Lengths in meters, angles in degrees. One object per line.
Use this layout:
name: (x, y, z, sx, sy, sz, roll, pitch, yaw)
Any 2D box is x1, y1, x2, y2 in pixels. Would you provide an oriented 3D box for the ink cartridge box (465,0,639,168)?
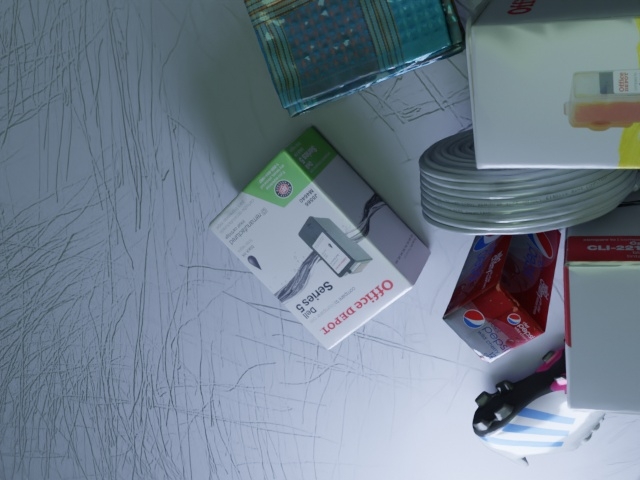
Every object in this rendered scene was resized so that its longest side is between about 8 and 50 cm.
ink cartridge box: (0.369, -0.192, 0.783, 0.384, 0.279, 0.161, 3, 118, 22)

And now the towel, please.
towel: (0.003, -0.372, 0.956, 0.271, 0.040, 0.371, -17, 99, 28)

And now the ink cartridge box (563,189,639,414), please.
ink cartridge box: (0.360, 0.052, 0.916, 0.114, 0.273, 0.197, -1, 115, 19)

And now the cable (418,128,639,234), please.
cable: (0.245, -0.084, 0.902, 0.257, 0.257, 0.089, 3, 114, 35)

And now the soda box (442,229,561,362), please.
soda box: (0.242, 0.040, 0.962, 0.083, 0.263, 0.092, 47, 124, -6)

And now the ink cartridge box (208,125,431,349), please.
ink cartridge box: (0.000, 0.000, 1.133, 0.273, 0.115, 0.198, 46, 123, -4)

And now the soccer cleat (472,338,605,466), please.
soccer cleat: (0.377, 0.236, 1.108, 0.143, 0.116, 0.331, 40, 129, -13)
